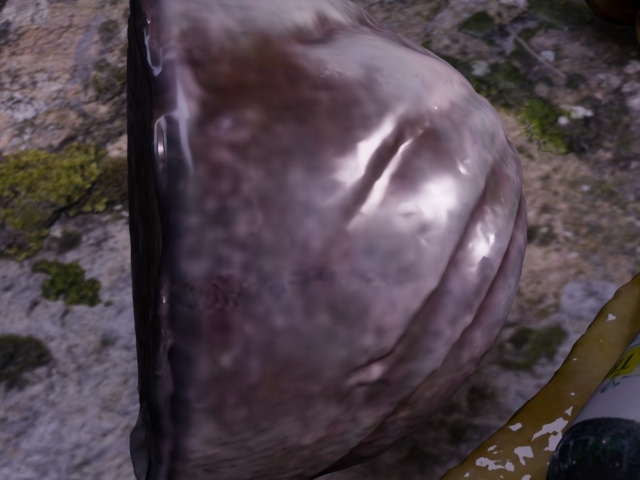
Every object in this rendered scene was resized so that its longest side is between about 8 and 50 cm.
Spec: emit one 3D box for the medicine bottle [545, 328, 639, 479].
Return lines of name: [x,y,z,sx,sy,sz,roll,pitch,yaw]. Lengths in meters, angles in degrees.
medicine bottle: [0.205,0.092,0.554,0.141,0.141,0.293,24,58,33]

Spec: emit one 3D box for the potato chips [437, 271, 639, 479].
potato chips: [0.057,0.146,0.602,0.407,0.057,0.080,-35,52,-17]

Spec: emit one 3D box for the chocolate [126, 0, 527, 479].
chocolate: [0.000,0.000,0.636,0.213,0.303,0.303,-2,44,-11]

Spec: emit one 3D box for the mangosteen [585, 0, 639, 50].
mangosteen: [0.268,-0.229,0.829,0.194,0.194,0.230,2,73,17]
